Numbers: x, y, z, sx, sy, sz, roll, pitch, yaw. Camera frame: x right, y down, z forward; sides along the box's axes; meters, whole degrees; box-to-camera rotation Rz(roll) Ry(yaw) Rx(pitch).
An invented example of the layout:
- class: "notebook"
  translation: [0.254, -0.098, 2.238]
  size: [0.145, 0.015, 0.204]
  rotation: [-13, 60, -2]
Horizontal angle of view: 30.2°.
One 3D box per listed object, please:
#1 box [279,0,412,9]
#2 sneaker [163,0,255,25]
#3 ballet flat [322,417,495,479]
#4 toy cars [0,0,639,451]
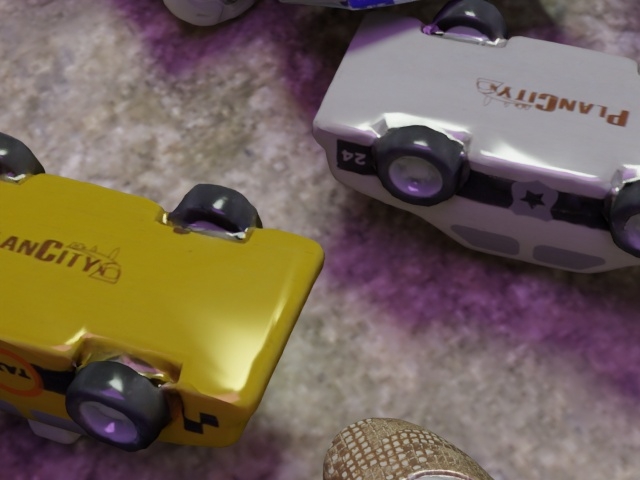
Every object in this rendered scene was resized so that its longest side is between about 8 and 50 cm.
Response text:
- class: "box"
  translation: [0.048, -0.176, 0.526]
  size: [0.137, 0.126, 0.072]
  rotation: [-15, 19, -25]
- class: "sneaker"
  translation: [-0.023, -0.215, 0.597]
  size: [0.115, 0.090, 0.232]
  rotation: [39, 67, 25]
- class: "ballet flat"
  translation: [0.066, 0.138, 0.406]
  size: [0.073, 0.067, 0.206]
  rotation: [-29, 64, -13]
- class: "toy cars"
  translation: [0.000, 0.000, 0.479]
  size: [0.393, 0.087, 0.176]
  rotation: [-17, 50, -13]
